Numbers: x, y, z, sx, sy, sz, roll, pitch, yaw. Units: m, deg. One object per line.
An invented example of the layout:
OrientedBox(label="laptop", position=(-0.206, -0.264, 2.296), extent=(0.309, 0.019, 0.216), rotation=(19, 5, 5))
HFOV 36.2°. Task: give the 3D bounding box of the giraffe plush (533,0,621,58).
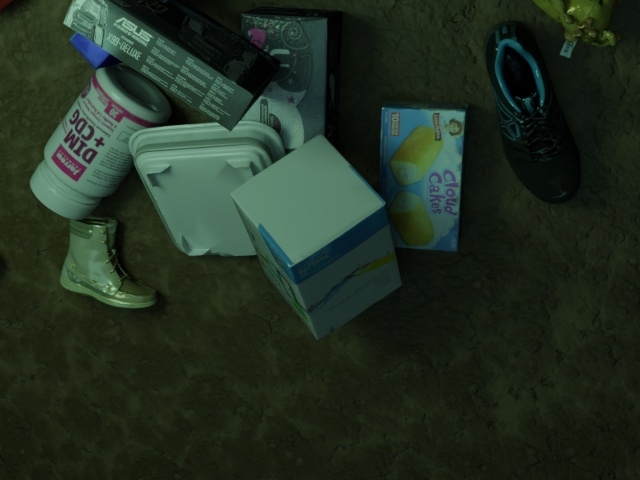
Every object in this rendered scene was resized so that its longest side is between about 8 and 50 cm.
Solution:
OrientedBox(label="giraffe plush", position=(0.436, -0.396, 1.617), extent=(0.181, 0.170, 0.210), rotation=(7, 108, 10))

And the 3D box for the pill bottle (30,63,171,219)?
OrientedBox(label="pill bottle", position=(-0.426, -0.185, 1.874), extent=(0.160, 0.160, 0.283), rotation=(40, 111, -2))

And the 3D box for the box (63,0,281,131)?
OrientedBox(label="box", position=(-0.229, -0.317, 1.583), extent=(0.307, 0.242, 0.076), rotation=(33, 112, -5))

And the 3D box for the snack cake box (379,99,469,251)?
OrientedBox(label="snack cake box", position=(0.189, -0.120, 1.802), extent=(0.152, 0.089, 0.264), rotation=(4, 108, 12))

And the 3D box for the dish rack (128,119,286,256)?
OrientedBox(label="dish rack", position=(-0.186, -0.076, 1.816), extent=(0.286, 0.072, 0.333), rotation=(-3, 141, 13))

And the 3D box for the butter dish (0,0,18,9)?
OrientedBox(label="butter dish", position=(-0.615, -0.491, 1.850), extent=(0.160, 0.118, 0.160), rotation=(-30, 55, 18))

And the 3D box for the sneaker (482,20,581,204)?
OrientedBox(label="sneaker", position=(0.362, -0.210, 1.709), extent=(0.125, 0.139, 0.340), rotation=(-21, 103, 16))

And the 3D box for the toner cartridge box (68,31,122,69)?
OrientedBox(label="toner cartridge box", position=(-0.287, -0.457, 1.758), extent=(0.348, 0.165, 0.075), rotation=(-41, 95, 20))

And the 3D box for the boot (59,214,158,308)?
OrientedBox(label="boot", position=(-0.423, 0.041, 1.992), extent=(0.213, 0.077, 0.165), rotation=(16, 108, 10))

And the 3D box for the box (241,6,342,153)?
OrientedBox(label="box", position=(-0.054, -0.290, 1.772), extent=(0.163, 0.142, 0.247), rotation=(5, 108, 10))

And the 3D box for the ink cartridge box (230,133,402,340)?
OrientedBox(label="ink cartridge box", position=(0.000, 0.000, 1.726), extent=(0.197, 0.270, 0.198), rotation=(-34, 57, -10))
